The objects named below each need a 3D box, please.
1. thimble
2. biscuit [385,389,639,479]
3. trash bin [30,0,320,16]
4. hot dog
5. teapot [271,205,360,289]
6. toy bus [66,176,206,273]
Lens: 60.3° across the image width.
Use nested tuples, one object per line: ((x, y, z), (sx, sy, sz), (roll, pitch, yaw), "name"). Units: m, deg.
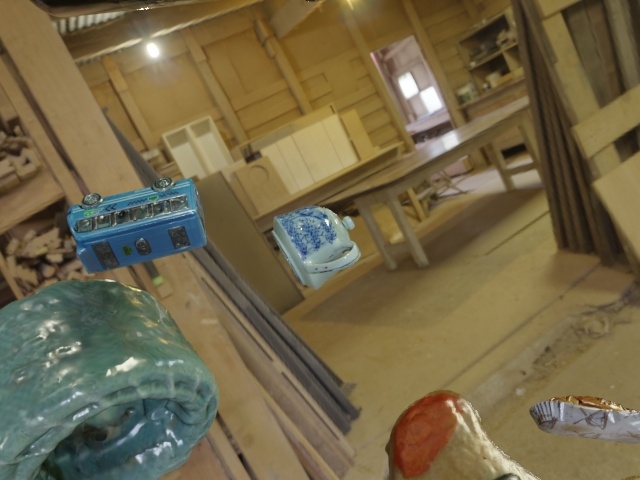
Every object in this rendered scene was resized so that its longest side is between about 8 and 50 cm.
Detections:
((-0.213, 0.149, 0.525), (0.198, 0.143, 0.235), (-43, -34, -2), "thimble")
((0.218, 0.360, 0.614), (0.394, 0.076, 0.368), (29, 58, 27), "biscuit")
((-0.072, -0.255, 0.374), (0.291, 0.182, 0.209), (-14, 15, -10), "trash bin")
((0.439, 0.288, 0.890), (0.192, 0.099, 0.053), (1, 50, 17), "hot dog")
((0.000, 0.000, 1.025), (0.159, 0.158, 0.232), (-28, 27, -6), "teapot")
((-0.350, -0.027, 1.065), (0.247, 0.113, 0.134), (-14, 47, -8), "toy bus")
